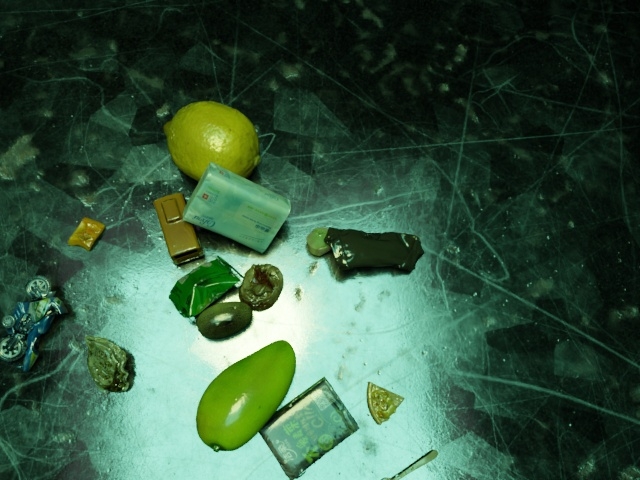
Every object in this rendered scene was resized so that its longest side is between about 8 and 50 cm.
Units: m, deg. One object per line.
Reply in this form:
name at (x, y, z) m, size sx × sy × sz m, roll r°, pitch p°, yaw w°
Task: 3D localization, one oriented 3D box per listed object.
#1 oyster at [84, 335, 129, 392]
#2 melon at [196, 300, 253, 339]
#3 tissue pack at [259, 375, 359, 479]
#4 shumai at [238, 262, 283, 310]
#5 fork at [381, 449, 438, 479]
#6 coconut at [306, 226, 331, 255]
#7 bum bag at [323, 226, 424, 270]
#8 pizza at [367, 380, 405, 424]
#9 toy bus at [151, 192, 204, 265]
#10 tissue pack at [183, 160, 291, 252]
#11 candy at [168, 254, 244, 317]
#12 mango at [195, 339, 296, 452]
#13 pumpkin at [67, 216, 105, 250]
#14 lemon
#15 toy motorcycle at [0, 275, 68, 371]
oyster at (-0.592, 0.339, 1.467) m, size 0.125 × 0.064 × 0.177 m, roll -17°, pitch 84°, yaw 6°
melon at (-0.271, 0.224, 1.502) m, size 0.162 × 0.099 × 0.099 m, roll -18°, pitch 74°, yaw -12°
tissue pack at (-0.033, 0.509, 1.439) m, size 0.235 × 0.073 × 0.173 m, roll -34°, pitch 77°, yaw -13°
shumai at (-0.179, 0.137, 1.546) m, size 0.123 × 0.105 × 0.139 m, roll 38°, pitch 99°, yaw 5°
fork at (0.231, 0.635, 1.446) m, size 0.219 × 0.028 × 0.034 m, roll -27°, pitch 68°, yaw -16°
coconut at (0.000, 0.000, 1.604) m, size 0.083 × 0.081 × 0.082 m, roll 26°, pitch 60°, yaw 17°
bum bag at (0.164, 0.034, 1.594) m, size 0.326 × 0.079 × 0.142 m, roll 5°, pitch 63°, yaw -15°
pizza at (0.188, 0.452, 1.498) m, size 0.109 × 0.026 × 0.122 m, roll -11°, pitch 73°, yaw -10°
toy bus at (-0.424, -0.039, 1.568) m, size 0.098 × 0.114 × 0.201 m, roll -18°, pitch 74°, yaw -10°
tissue pack at (-0.239, -0.089, 1.526) m, size 0.263 × 0.089 × 0.177 m, roll 26°, pitch 113°, yaw -20°
candy at (-0.338, 0.130, 1.524) m, size 0.203 × 0.078 × 0.141 m, roll -39°, pitch 60°, yaw -17°
mango at (-0.192, 0.402, 1.417) m, size 0.192 × 0.156 × 0.343 m, roll 24°, pitch 55°, yaw 33°
pumpkin at (-0.706, -0.021, 1.585) m, size 0.073 × 0.035 × 0.101 m, roll 23°, pitch 74°, yaw 6°
lemon at (-0.326, -0.293, 1.592) m, size 0.320 × 0.245 × 0.245 m, roll 24°, pitch 72°, yaw 8°
toy motorcycle at (-0.796, 0.231, 1.472) m, size 0.136 × 0.092 × 0.254 m, roll 23°, pitch 81°, yaw -6°
